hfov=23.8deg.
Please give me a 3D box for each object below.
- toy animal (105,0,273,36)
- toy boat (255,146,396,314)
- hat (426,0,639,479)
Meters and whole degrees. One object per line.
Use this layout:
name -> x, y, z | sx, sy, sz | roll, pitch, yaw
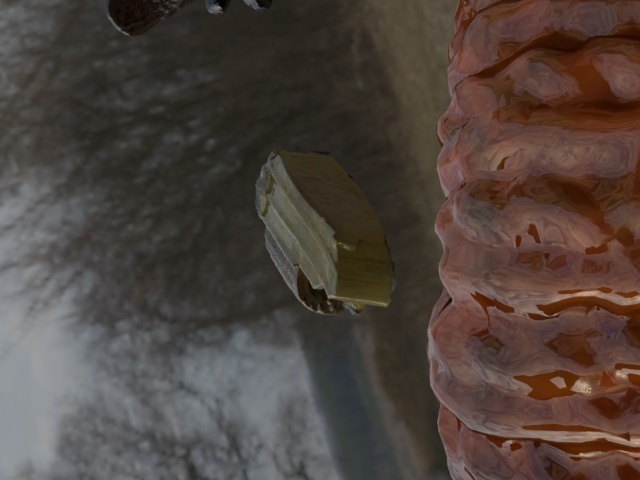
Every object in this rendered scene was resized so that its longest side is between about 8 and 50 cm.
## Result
toy animal -> 0.005, -0.144, 0.693 | 0.105, 0.202, 0.070 | -62, -45, -67
toy boat -> 0.000, 0.000, 1.472 | 0.310, 0.089, 0.115 | -125, 45, -62
hat -> 0.242, 0.012, 0.568 | 0.285, 0.400, 0.285 | 1, -90, -70
